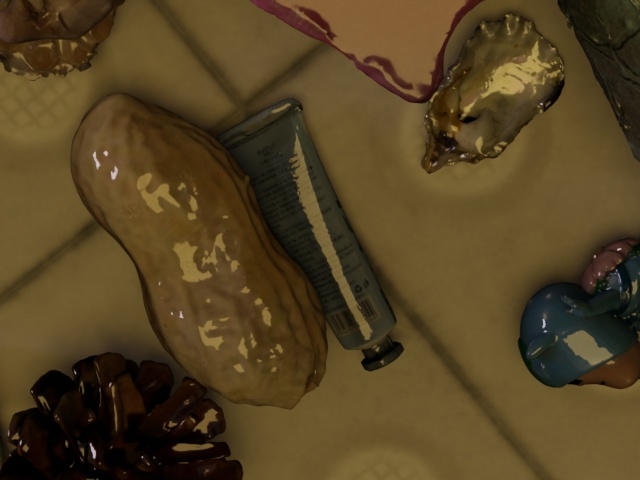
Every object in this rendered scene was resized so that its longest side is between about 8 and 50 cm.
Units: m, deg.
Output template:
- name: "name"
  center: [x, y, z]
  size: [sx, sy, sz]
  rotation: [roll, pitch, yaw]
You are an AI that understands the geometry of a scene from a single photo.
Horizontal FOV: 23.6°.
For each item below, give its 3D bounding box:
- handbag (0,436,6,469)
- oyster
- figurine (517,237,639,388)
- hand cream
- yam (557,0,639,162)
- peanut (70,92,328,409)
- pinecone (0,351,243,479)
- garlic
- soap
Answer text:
- name: "handbag"
  center: [-0.421, 0.209, 1.439]
  size: [0.256, 0.079, 0.219]
  rotation: [-4, 110, 4]
- name: "oyster"
  center: [0.152, -0.126, 1.339]
  size: [0.121, 0.045, 0.146]
  rotation: [4, 99, 4]
- name: "figurine"
  center: [0.268, 0.073, 1.368]
  size: [0.144, 0.114, 0.178]
  rotation: [43, 94, -12]
- name: "hand cream"
  center: [0.000, 0.000, 1.377]
  size: [0.088, 0.055, 0.256]
  rotation: [-26, 102, 19]
- name: "yam"
  center: [0.330, -0.158, 1.219]
  size: [0.241, 0.241, 0.348]
  rotation: [-23, 109, 8]
- name: "peanut"
  center: [-0.108, 0.010, 1.343]
  size: [0.149, 0.149, 0.313]
  rotation: [-29, 100, 9]
- name: "pinecone"
  center: [-0.180, 0.214, 1.370]
  size: [0.201, 0.202, 0.229]
  rotation: [-3, 108, 36]
- name: "garlic"
  center: [-0.254, -0.195, 1.257]
  size: [0.207, 0.257, 0.207]
  rotation: [15, 149, 9]
- name: "soap"
  center: [0.011, -0.239, 1.147]
  size: [0.233, 0.359, 0.128]
  rotation: [33, 105, -7]
